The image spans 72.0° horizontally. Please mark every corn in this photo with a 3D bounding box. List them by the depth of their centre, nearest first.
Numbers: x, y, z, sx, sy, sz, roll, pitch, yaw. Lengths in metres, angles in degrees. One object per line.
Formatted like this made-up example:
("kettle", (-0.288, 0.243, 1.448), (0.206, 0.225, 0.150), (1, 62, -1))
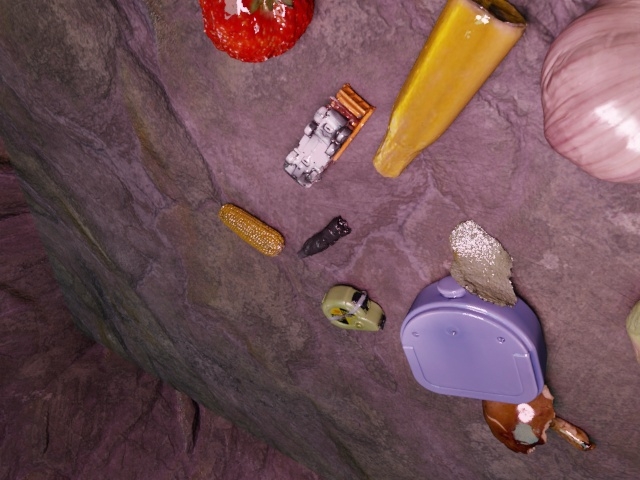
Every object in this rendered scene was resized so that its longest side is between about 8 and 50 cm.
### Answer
("corn", (-0.235, -0.036, 1.504), (0.260, 0.091, 0.091), (32, 130, 12))

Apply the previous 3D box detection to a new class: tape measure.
("tape measure", (0.094, 0.222, 1.463), (0.200, 0.106, 0.175), (-3, 133, 37))

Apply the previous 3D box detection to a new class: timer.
("timer", (0.412, 0.259, 1.227), (0.395, 0.173, 0.394), (19, 131, 23))

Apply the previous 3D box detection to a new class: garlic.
("garlic", (0.511, -0.242, 0.737), (0.317, 0.317, 0.259), (44, 146, -2))

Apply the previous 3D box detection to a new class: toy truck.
("toy truck", (0.014, -0.265, 1.152), (0.114, 0.135, 0.270), (44, 130, 2))

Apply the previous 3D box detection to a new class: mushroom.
("mushroom", (0.616, 0.538, 1.311), (0.301, 0.208, 0.233), (51, 175, -22))

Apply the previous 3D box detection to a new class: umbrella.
("umbrella", (0.000, 0.000, 1.399), (0.236, 0.059, 0.066), (-34, 78, 45))

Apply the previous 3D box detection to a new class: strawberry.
("strawberry", (-0.160, -0.524, 1.012), (0.257, 0.257, 0.277), (46, 148, -3))

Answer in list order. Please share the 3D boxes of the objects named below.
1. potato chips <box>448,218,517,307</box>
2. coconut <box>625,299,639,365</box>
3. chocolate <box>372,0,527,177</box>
("potato chips", (0.415, 0.060, 1.125), (0.167, 0.228, 0.059), (-3, 160, 2))
("coconut", (0.782, 0.212, 0.935), (0.235, 0.236, 0.204), (56, 167, -12))
("chocolate", (0.239, -0.320, 0.961), (0.162, 0.162, 0.445), (38, 138, 5))
